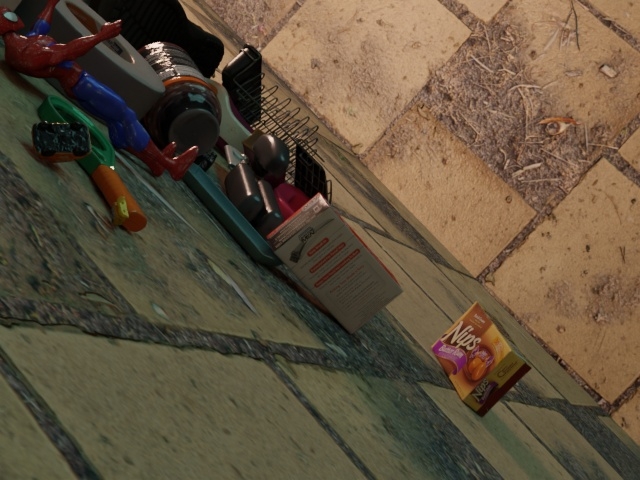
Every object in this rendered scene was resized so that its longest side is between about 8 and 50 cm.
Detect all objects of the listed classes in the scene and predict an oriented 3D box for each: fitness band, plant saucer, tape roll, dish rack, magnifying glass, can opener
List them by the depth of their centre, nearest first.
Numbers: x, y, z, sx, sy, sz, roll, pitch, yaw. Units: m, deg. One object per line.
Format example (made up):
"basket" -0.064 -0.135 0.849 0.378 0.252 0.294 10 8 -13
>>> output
"magnifying glass" -0.233 -0.082 1.342 0.092 0.026 0.231 35 13 -44
"tape roll" -0.298 -0.235 1.616 0.219 0.072 0.219 43 9 -8
"plant saucer" -0.121 -0.036 1.654 0.192 0.018 0.067 47 9 24
"can opener" -0.085 -0.091 1.822 0.076 0.095 0.283 40 9 -19
"fitness band" 0.000 0.000 1.943 0.209 0.054 0.291 41 8 -1
"dish rack" -0.063 -0.166 2.102 0.271 0.074 0.208 47 -18 18

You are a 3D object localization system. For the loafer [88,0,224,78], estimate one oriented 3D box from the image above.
"loafer" -0.282 -0.334 2.053 0.130 0.134 0.366 35 1 19

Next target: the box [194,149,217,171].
"box" -0.179 -0.132 1.837 0.067 0.018 0.083 42 9 -9

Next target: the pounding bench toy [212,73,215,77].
"pounding bench toy" -0.231 -0.300 2.247 0.083 0.065 0.052 41 9 -17

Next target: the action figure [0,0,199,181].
"action figure" -0.247 -0.199 1.465 0.280 0.139 0.091 35 -14 -33

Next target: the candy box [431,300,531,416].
"candy box" 0.247 0.181 1.999 0.053 0.109 0.187 40 10 -23

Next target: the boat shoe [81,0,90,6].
"boat shoe" -0.373 -0.423 2.060 0.118 0.103 0.320 42 9 -12

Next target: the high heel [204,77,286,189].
"high heel" -0.146 -0.170 2.066 0.244 0.082 0.117 34 -25 26

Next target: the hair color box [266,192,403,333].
"hair color box" 0.019 0.030 1.663 0.167 0.093 0.053 48 5 -29

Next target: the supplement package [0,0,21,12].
"supplement package" -0.403 -0.365 1.521 0.134 0.139 0.244 34 13 -28

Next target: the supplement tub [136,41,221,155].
"supplement tub" -0.196 -0.186 1.739 0.106 0.106 0.198 38 11 -36

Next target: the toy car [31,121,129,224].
"toy car" -0.236 -0.059 1.242 0.122 0.060 0.040 62 -32 11
